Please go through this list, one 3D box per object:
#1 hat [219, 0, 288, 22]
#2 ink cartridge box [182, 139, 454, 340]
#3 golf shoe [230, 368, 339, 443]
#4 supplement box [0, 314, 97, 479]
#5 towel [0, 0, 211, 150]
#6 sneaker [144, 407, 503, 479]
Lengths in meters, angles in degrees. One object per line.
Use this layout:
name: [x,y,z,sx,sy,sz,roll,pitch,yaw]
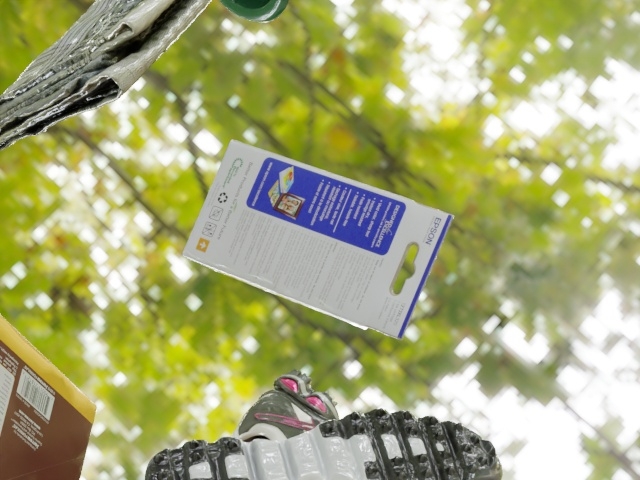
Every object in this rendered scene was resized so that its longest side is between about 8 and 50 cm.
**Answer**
hat: [-0.038,-0.375,2.187,0.184,0.208,0.173,-25,-58,-35]
ink cartridge box: [0.000,0.000,2.355,0.069,0.371,0.175,29,-98,-55]
golf shoe: [0.022,0.253,2.009,0.120,0.273,0.105,-38,-45,-32]
supplement box: [-0.299,0.179,1.435,0.191,0.129,0.194,52,-143,-46]
towel: [-0.205,-0.216,1.773,0.312,0.056,0.324,-17,29,48]
sneaker: [0.003,0.175,1.181,0.234,0.078,0.106,-6,-52,-8]
